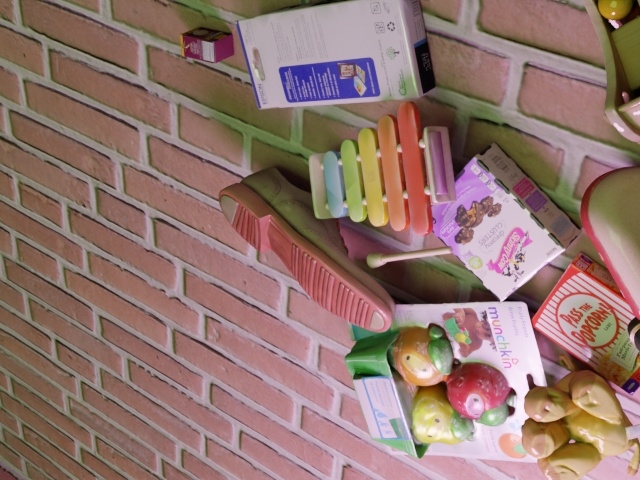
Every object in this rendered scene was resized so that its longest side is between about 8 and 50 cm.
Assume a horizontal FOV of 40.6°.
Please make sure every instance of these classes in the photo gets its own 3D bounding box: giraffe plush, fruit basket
[{"bbox_3d":[0.408,0.265,1.363,0.210,0.170,0.181,-1,106,-1],"label":"giraffe plush"},{"bbox_3d":[0.225,0.260,1.520,0.353,0.165,0.327,-1,115,39],"label":"fruit basket"}]

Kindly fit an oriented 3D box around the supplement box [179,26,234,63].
[{"bbox_3d":[-0.206,-0.355,1.567,0.083,0.055,0.043,19,126,29],"label":"supplement box"}]

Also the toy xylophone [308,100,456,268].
[{"bbox_3d":[0.110,-0.077,1.397,0.323,0.081,0.236,-20,80,53],"label":"toy xylophone"}]

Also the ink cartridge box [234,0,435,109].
[{"bbox_3d":[0.019,-0.307,1.408,0.333,0.065,0.165,3,118,36],"label":"ink cartridge box"}]

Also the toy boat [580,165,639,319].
[{"bbox_3d":[0.448,0.008,1.221,0.231,0.151,0.151,59,165,-6],"label":"toy boat"}]

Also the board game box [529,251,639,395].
[{"bbox_3d":[0.444,0.130,1.344,0.193,0.045,0.146,36,133,16],"label":"board game box"}]

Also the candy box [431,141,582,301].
[{"bbox_3d":[0.279,-0.027,1.363,0.196,0.070,0.165,46,135,7],"label":"candy box"}]

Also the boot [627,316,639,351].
[{"bbox_3d":[0.530,0.189,1.202,0.198,0.137,0.076,15,124,-5],"label":"boot"}]

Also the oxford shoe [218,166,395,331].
[{"bbox_3d":[0.000,0.000,1.542,0.397,0.146,0.140,42,151,17],"label":"oxford shoe"}]

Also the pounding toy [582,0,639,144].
[{"bbox_3d":[0.382,-0.195,1.081,0.155,0.154,0.269,-26,80,45],"label":"pounding toy"}]
